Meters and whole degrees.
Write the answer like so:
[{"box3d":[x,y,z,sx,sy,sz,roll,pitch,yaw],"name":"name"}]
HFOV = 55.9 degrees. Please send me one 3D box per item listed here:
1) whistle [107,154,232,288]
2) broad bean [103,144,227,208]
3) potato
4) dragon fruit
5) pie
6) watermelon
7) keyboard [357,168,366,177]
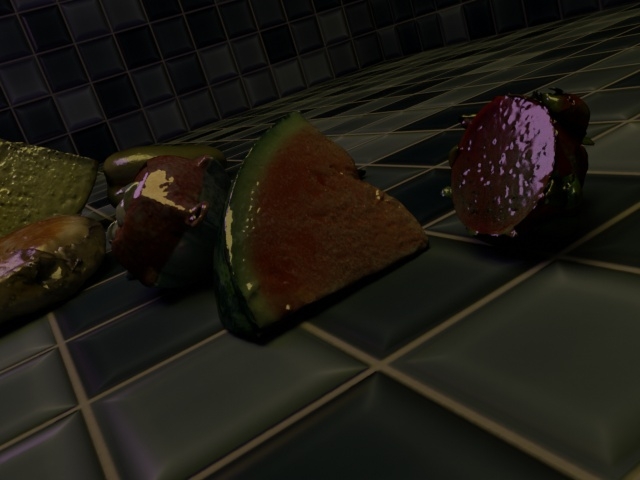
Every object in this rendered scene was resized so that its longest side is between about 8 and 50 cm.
[{"box3d":[-0.192,-0.018,0.710,0.133,0.143,0.346,1,-3,-30],"name":"whistle"},{"box3d":[-0.306,-0.147,1.216,0.188,0.121,0.263,2,24,40],"name":"broad bean"},{"box3d":[-0.619,-0.057,1.165,0.329,0.213,0.280,13,-18,-17],"name":"potato"},{"box3d":[0.168,-0.065,0.492,0.174,0.142,0.138,-7,-31,-47],"name":"dragon fruit"},{"box3d":[-0.444,0.056,0.814,0.338,0.077,0.339,-17,21,7],"name":"pie"},{"box3d":[-0.020,-0.011,0.523,0.202,0.136,0.207,-21,31,11],"name":"watermelon"},{"box3d":[-0.043,-0.087,0.937,0.087,0.017,0.250,-33,22,-36],"name":"keyboard"}]
